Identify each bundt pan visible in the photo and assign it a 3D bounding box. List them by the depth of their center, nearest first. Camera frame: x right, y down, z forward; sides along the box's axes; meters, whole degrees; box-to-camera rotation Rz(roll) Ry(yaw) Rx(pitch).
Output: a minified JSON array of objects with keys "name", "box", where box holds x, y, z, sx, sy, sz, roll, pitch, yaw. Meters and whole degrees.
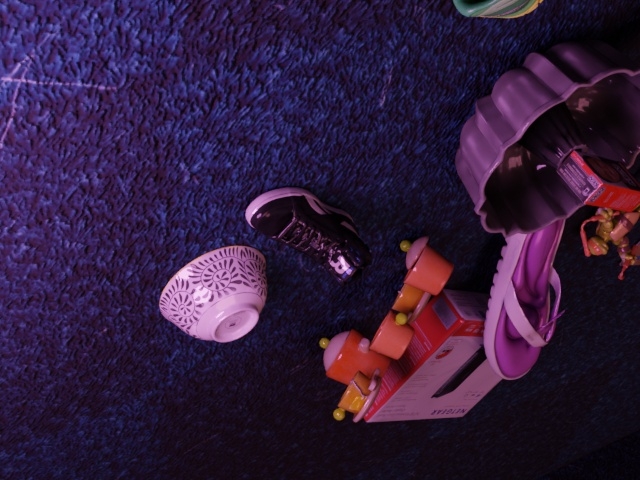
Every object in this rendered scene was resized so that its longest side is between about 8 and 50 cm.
[{"name":"bundt pan","box":[0.338,-0.161,1.485,0.330,0.124,0.331,-23,146,-16]}]

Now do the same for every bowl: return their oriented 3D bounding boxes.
[{"name":"bowl","box":[-0.138,0.093,1.447,0.170,0.080,0.170,-24,148,-16]}]

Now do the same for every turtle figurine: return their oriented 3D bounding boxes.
[{"name":"turtle figurine","box":[0.582,-0.039,1.908,0.217,0.087,0.269,-45,139,5]}]

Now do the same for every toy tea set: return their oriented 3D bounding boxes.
[{"name":"toy tea set","box":[0.094,0.132,1.685,0.336,0.124,0.200,-60,178,8]}]

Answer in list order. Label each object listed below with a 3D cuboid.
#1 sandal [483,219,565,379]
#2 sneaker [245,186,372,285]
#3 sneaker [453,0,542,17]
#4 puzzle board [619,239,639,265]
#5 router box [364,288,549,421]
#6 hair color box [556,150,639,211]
[{"name":"sandal","box":[0.386,0.110,1.819,0.169,0.102,0.416,-27,133,-29]},{"name":"sneaker","box":[0.000,0.000,1.402,0.217,0.121,0.079,12,126,-50]},{"name":"sneaker","box":[0.224,-0.360,1.122,0.123,0.109,0.295,-22,147,-25]},{"name":"puzzle board","box":[0.711,0.017,2.174,0.128,0.011,0.096,-1,137,-41]},{"name":"router box","box":[0.265,0.234,1.998,0.335,0.082,0.301,8,130,-47]},{"name":"hair color box","box":[0.415,-0.085,1.472,0.141,0.072,0.043,4,133,-46]}]
